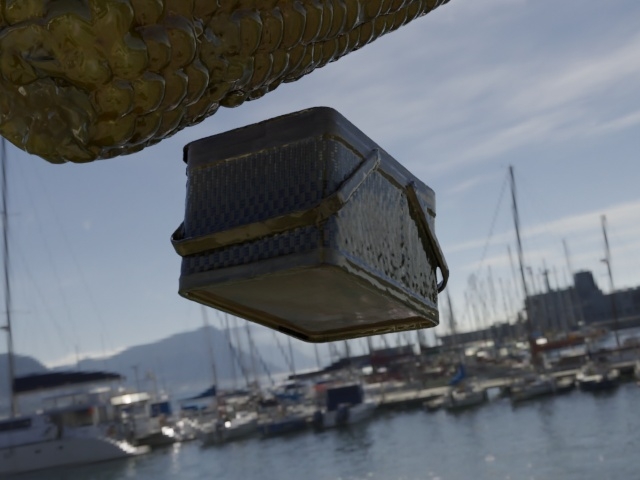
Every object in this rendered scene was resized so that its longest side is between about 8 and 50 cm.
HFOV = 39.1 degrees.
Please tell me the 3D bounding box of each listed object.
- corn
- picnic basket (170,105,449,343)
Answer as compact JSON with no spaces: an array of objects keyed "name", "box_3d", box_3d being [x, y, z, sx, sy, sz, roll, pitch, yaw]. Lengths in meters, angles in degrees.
[{"name":"corn","box_3d":[-0.007,-0.145,0.434,0.363,0.120,0.120,-35,10,-38]},{"name":"picnic basket","box_3d":[0.000,0.000,0.839,0.165,0.139,0.267,-12,-22,28]}]
